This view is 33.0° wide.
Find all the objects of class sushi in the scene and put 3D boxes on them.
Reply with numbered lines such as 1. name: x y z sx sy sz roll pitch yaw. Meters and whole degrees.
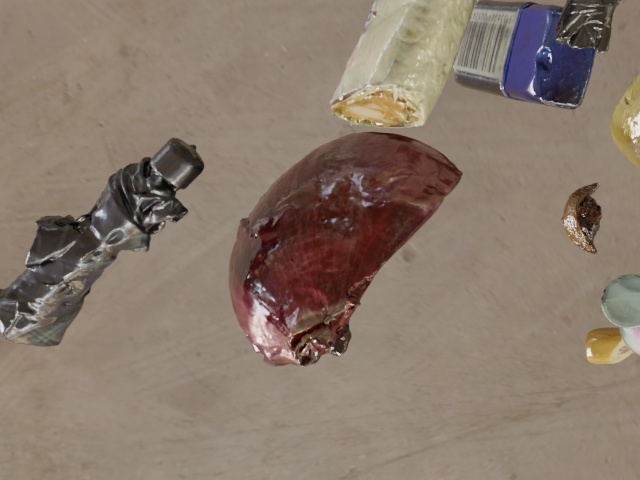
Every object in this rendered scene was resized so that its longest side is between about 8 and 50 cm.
1. sushi: 0.355 -0.030 1.453 0.047 0.050 0.099 -8 80 48

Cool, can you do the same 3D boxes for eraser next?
1. eraser: 0.317 -0.301 1.710 0.102 0.332 0.155 9 100 -17

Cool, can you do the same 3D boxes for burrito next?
1. burrito: 0.116 -0.262 1.306 0.299 0.105 0.143 -65 31 11

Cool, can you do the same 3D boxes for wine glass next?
1. wine glass: 0.379 0.092 1.285 0.073 0.155 0.073 -8 71 26

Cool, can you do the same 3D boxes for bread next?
1. bread: 0.477 0.168 1.744 0.103 0.049 0.062 -5 42 43

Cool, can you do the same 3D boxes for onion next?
1. onion: 0.000 0.000 0.900 0.120 0.283 0.227 43 113 -9

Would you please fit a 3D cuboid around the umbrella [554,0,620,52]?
1. umbrella: 0.329 -0.336 1.241 0.066 0.059 0.235 13 104 1

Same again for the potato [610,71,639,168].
1. potato: 0.271 -0.094 0.690 0.107 0.080 0.170 43 125 -15

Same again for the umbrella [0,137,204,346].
1. umbrella: -0.184 -0.005 0.878 0.224 0.080 0.071 -41 59 19
